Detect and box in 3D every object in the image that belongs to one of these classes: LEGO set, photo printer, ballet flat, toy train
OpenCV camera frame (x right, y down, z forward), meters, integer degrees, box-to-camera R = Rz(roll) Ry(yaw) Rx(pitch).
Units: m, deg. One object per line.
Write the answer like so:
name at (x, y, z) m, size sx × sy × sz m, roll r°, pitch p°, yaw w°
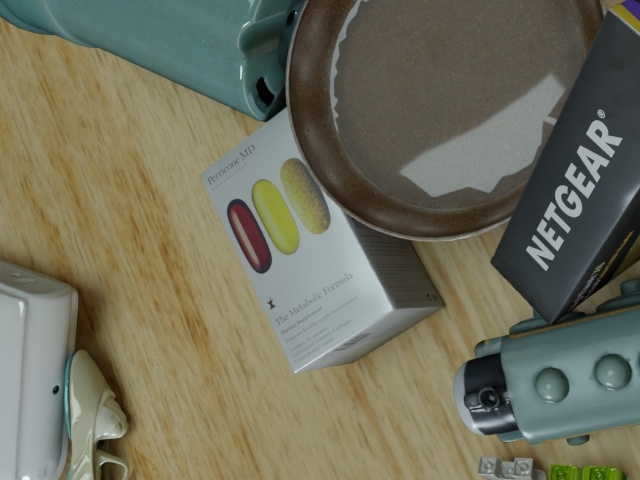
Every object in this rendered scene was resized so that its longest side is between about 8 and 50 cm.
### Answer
LEGO set at (0.266, 0.264, 0.874) m, size 0.227 × 0.093 × 0.087 m, roll -6°, pitch 54°, yaw 34°
photo printer at (-0.445, 0.182, 1.235) m, size 0.256 × 0.107 × 0.308 m, roll 17°, pitch 106°, yaw 30°
ballet flat at (-0.284, 0.265, 1.188) m, size 0.086 × 0.086 × 0.248 m, roll 2°, pitch 90°, yaw 29°
toy train at (0.279, 0.103, 0.805) m, size 0.334 × 0.190 × 0.142 m, roll -16°, pitch 80°, yaw 28°

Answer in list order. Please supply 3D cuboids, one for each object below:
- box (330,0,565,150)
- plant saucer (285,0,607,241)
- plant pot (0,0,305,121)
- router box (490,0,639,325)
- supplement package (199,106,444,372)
box at (0.138, -0.177, 0.933) m, size 0.232 × 0.127 × 0.149 m, roll -13°, pitch 81°, yaw 29°
plant saucer at (0.111, -0.154, 0.846) m, size 0.310 × 0.050 × 0.311 m, roll 0°, pitch 90°, yaw 29°
plant pot at (-0.133, -0.312, 0.997) m, size 0.334 × 0.341 × 0.341 m, roll 31°, pitch 103°, yaw 18°
router box at (0.276, -0.090, 0.704) m, size 0.243 × 0.309 × 0.081 m, roll -31°, pitch 66°, yaw -21°
supplement package at (0.000, 0.000, 0.998) m, size 0.139 × 0.134 × 0.244 m, roll -35°, pitch 72°, yaw 23°
